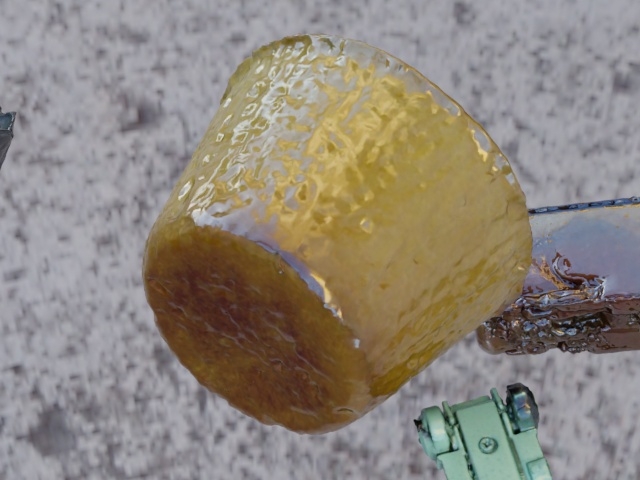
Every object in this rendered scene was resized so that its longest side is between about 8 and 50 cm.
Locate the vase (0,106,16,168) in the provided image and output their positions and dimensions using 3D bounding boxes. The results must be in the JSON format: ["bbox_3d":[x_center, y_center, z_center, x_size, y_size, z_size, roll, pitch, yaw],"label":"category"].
[{"bbox_3d":[-0.336,-0.006,1.659,0.115,0.237,0.115,9,21,-4],"label":"vase"}]

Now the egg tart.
[{"bbox_3d":[0.000,0.000,1.056,0.215,0.215,0.171,28,50,18],"label":"egg tart"}]

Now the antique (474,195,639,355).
[{"bbox_3d":[0.260,0.025,1.393,0.310,0.087,0.093,-5,54,13],"label":"antique"}]

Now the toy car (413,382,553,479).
[{"bbox_3d":[0.106,0.149,1.065,0.073,0.054,0.143,-16,51,-3],"label":"toy car"}]
